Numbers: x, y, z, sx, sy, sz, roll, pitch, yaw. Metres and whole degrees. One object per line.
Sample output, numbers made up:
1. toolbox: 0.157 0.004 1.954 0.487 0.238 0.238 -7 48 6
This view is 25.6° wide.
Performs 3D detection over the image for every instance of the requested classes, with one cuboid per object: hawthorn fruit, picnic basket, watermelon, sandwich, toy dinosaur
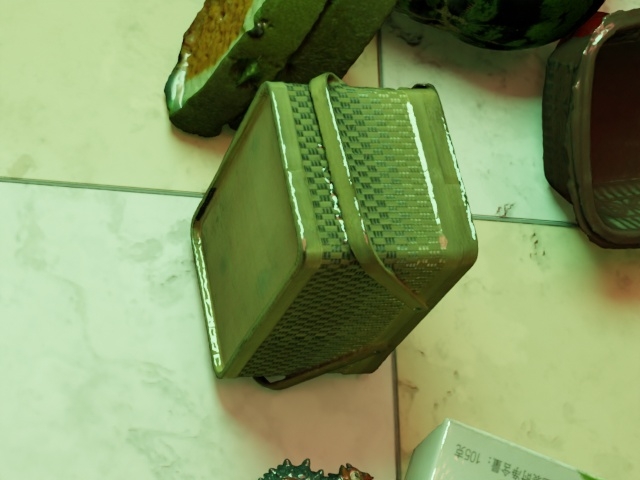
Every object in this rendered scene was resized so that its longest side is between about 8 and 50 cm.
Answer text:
1. hawthorn fruit: 0.267 -0.176 1.373 0.093 0.093 0.093 5 65 -12
2. picnic basket: 0.000 0.000 1.121 0.139 0.267 0.165 -1 63 -22
3. watermelon: 0.159 -0.305 1.310 0.269 0.269 0.269 5 65 -12
4. picnic basket: 0.331 -0.118 1.294 0.297 0.129 0.222 -8 106 -19
5. sandwich: -0.030 -0.208 1.238 0.109 0.292 0.212 23 21 -23
6. toy dinosaur: -0.027 0.205 1.135 0.154 0.049 0.055 -1 69 -20

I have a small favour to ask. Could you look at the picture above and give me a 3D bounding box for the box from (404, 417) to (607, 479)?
1. box: 0.177 0.284 1.119 0.260 0.111 0.194 22 63 -6
